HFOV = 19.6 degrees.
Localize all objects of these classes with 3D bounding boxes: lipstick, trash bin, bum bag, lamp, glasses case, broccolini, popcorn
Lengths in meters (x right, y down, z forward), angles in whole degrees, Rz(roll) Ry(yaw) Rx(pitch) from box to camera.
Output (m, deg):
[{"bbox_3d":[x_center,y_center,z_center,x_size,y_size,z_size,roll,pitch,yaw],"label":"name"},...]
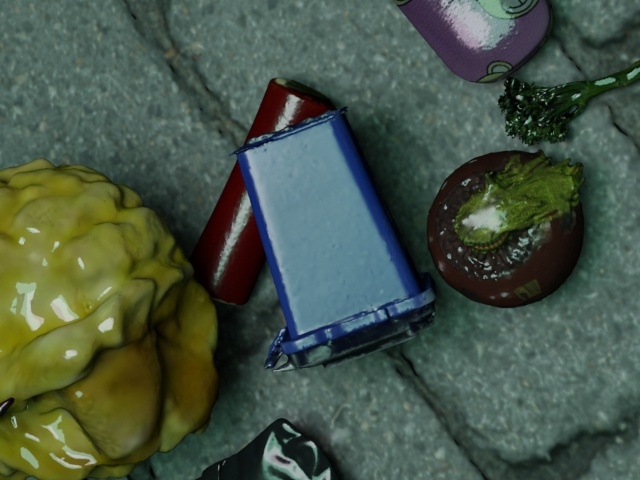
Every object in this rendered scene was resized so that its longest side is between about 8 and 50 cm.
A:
[{"bbox_3d":[-0.064,-0.050,1.935,0.080,0.080,0.241,28,101,19],"label":"lipstick"},{"bbox_3d":[0.000,0.000,1.833,0.184,0.162,0.234,-20,96,4],"label":"trash bin"},{"bbox_3d":[-0.084,0.286,1.955,0.248,0.060,0.123,-33,78,20],"label":"bum bag"},{"bbox_3d":[0.176,-0.012,1.810,0.156,0.135,0.157,3,94,22],"label":"lamp"},{"bbox_3d":[0.107,-0.298,1.865,0.123,0.076,0.316,-41,76,15],"label":"glasses case"},{"bbox_3d":[0.292,-0.156,1.809,0.254,0.057,0.071,-19,127,23],"label":"broccolini"},{"bbox_3d":[-0.285,0.108,1.871,0.349,0.349,0.382,32,59,18],"label":"popcorn"}]

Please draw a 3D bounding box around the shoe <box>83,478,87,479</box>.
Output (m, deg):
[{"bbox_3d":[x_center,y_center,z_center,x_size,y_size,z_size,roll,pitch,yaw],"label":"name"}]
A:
[{"bbox_3d":[-0.240,0.383,1.970,0.109,0.149,0.293,-40,75,16],"label":"shoe"}]
